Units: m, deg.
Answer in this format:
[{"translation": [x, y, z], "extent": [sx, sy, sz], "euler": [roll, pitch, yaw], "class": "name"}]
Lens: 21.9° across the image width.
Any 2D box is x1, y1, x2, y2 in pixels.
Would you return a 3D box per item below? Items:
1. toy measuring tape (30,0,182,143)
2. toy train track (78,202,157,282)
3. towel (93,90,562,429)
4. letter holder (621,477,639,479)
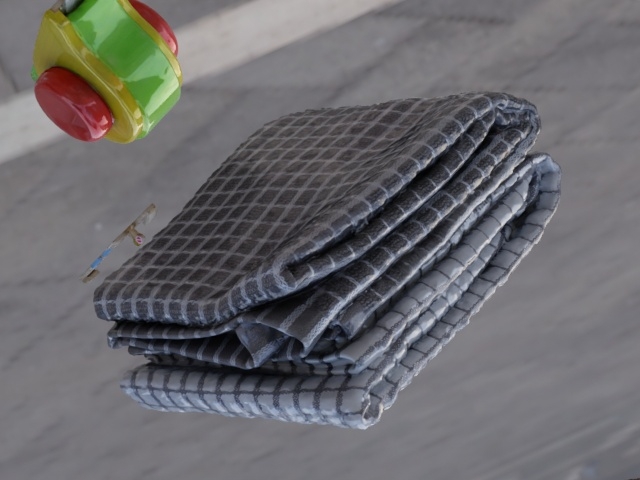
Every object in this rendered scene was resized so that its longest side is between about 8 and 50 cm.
[{"translation": [-0.150, -0.152, 1.253], "extent": [0.121, 0.121, 0.330], "euler": [-19, 169, -21], "class": "toy measuring tape"}, {"translation": [-0.123, 0.005, 1.024], "extent": [0.083, 0.014, 0.048], "euler": [-41, -175, 40], "class": "toy train track"}, {"translation": [0.000, 0.000, 1.148], "extent": [0.235, 0.121, 0.284], "euler": [0, -147, 45], "class": "towel"}, {"translation": [0.329, 0.297, 1.291], "extent": [0.302, 0.214, 0.152], "euler": [-1, 117, -27], "class": "letter holder"}]
